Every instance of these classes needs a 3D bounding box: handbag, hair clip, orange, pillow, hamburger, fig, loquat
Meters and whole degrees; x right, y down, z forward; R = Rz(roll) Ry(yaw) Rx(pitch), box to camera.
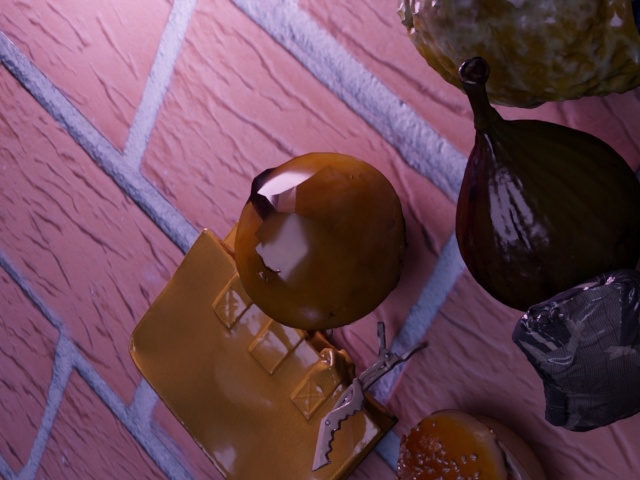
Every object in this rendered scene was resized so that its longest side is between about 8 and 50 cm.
[{"bbox_3d":[-0.082,0.196,1.929,0.401,0.133,0.283,50,127,20],"label":"handbag"},{"bbox_3d":[0.044,0.208,1.773,0.072,0.034,0.226,38,87,12],"label":"hair clip"},{"bbox_3d":[0.224,-0.276,1.419,0.369,0.210,0.271,-7,96,43],"label":"orange"},{"bbox_3d":[0.304,0.129,1.442,0.161,0.335,0.092,-17,61,10],"label":"pillow"},{"bbox_3d":[0.189,0.323,1.691,0.237,0.147,0.237,14,110,43],"label":"hamburger"},{"bbox_3d":[0.224,-0.079,1.429,0.217,0.217,0.321,8,138,42],"label":"fig"},{"bbox_3d":[0.000,0.000,1.708,0.235,0.235,0.235,16,114,40],"label":"loquat"}]

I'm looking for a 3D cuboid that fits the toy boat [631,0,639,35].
[{"bbox_3d":[0.400,-0.196,1.227,0.219,0.072,0.318,-19,100,49],"label":"toy boat"}]
